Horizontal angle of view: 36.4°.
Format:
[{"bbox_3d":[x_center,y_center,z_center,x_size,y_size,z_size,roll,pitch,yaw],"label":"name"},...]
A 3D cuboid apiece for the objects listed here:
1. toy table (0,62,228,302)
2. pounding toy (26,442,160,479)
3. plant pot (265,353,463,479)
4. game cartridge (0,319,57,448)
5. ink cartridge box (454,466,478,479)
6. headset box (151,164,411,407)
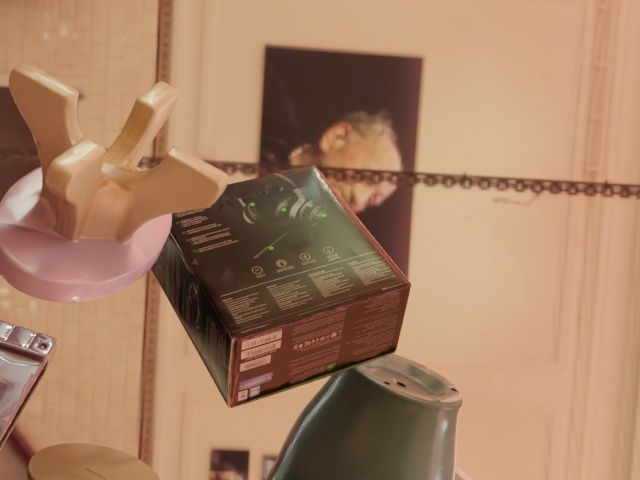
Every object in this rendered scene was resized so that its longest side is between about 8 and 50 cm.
[{"bbox_3d":[-0.240,-0.068,1.064,0.274,0.252,0.161,-80,-163,-57],"label":"toy table"},{"bbox_3d":[-0.304,0.376,1.316,0.237,0.183,0.110,29,-73,50],"label":"pounding toy"},{"bbox_3d":[0.075,0.302,1.397,0.271,0.272,0.255,-107,-144,-77],"label":"plant pot"},{"bbox_3d":[-0.561,0.223,1.458,0.355,0.230,0.068,-80,-167,-61],"label":"game cartridge"},{"bbox_3d":[0.288,0.508,1.786,0.100,0.172,0.237,-56,-154,-2],"label":"ink cartridge box"},{"bbox_3d":[-0.065,0.041,1.264,0.283,0.246,0.131,52,-33,39],"label":"headset box"}]
